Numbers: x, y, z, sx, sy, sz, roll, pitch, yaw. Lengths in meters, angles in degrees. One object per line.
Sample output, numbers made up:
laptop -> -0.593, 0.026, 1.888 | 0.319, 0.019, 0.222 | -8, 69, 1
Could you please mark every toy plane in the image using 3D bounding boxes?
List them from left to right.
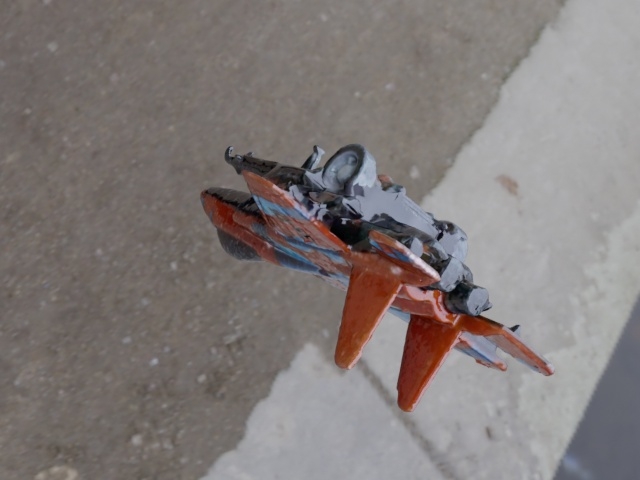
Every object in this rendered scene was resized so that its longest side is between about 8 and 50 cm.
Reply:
toy plane -> 0.002, -0.003, 0.448 | 0.130, 0.189, 0.061 | 36, 91, -33
